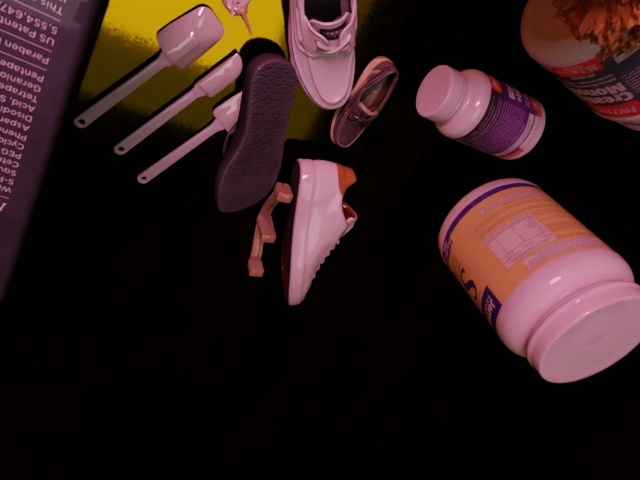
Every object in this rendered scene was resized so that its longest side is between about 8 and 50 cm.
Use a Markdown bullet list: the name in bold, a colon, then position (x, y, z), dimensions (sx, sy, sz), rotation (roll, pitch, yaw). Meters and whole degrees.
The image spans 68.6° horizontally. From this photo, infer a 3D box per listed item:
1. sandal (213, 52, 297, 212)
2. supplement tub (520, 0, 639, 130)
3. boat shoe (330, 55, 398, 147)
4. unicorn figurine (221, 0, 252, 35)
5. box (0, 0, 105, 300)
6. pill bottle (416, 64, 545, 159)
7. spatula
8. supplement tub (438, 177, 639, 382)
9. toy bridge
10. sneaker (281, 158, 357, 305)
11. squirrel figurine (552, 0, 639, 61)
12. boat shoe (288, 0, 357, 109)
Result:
- **sandal**: position (-0.099, -0.154, 0.705), dimensions (0.097, 0.054, 0.254), rotation (-2, 129, -39)
- **supplement tub**: position (0.449, -0.293, 0.688), dimensions (0.272, 0.191, 0.191), rotation (20, 118, -31)
- **boat shoe**: position (0.065, -0.205, 0.720), dimensions (0.056, 0.049, 0.152), rotation (14, 122, -28)
- **unicorn figurine**: position (-0.113, -0.344, 0.550), dimensions (0.162, 0.060, 0.111), rotation (35, 112, -19)
- **box**: position (-0.330, -0.196, 0.431), dimensions (0.212, 0.293, 0.395), rotation (18, 119, -30)
- **pill bottle**: position (0.251, -0.205, 0.746), dimensions (0.194, 0.108, 0.108), rotation (13, 122, -28)
- **spatula**: position (-0.208, -0.191, 0.662), dimensions (0.242, 0.019, 0.168), rotation (-32, 136, 9)
- **supplement tub**: position (0.393, 0.062, 0.861), dimensions (0.241, 0.331, 0.241), rotation (-9, 130, -12)
- **toy bridge**: position (-0.093, -0.021, 0.804), dimensions (0.026, 0.063, 0.188), rotation (7, 129, -24)
- **sneaker**: position (0.000, 0.000, 0.825), dimensions (0.123, 0.106, 0.290), rotation (1, 126, -16)
- **squirrel figurine**: position (0.287, -0.358, 0.385), dimensions (0.397, 0.281, 0.370), rotation (49, 61, -29)
- **boat shoe**: position (0.002, -0.283, 0.612), dimensions (0.095, 0.084, 0.258), rotation (-19, 131, -4)
